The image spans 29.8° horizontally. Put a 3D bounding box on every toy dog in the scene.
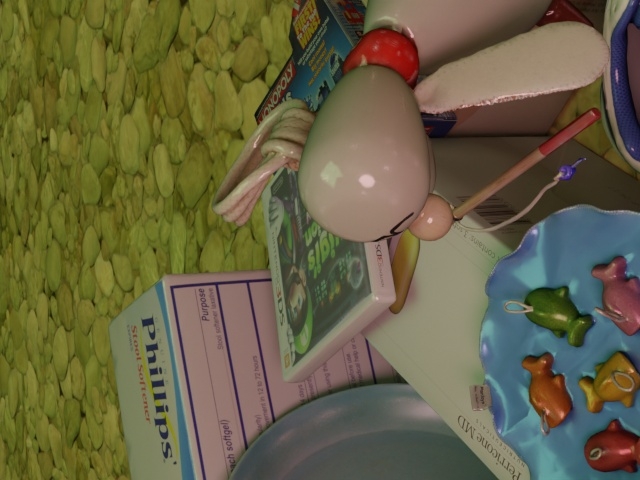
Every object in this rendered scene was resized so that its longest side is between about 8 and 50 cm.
[{"bbox_3d":[0.094,-0.110,0.758,0.334,0.161,0.220,-61,16,-20],"label":"toy dog"}]

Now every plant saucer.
[{"bbox_3d":[0.077,0.239,0.941,0.318,0.317,0.044,52,149,44],"label":"plant saucer"}]

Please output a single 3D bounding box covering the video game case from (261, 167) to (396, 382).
[{"bbox_3d":[0.000,0.000,0.931,0.190,0.022,0.173,132,135,-57],"label":"video game case"}]

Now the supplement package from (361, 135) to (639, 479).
[{"bbox_3d":[0.165,0.041,0.869,0.262,0.204,0.145,44,129,49],"label":"supplement package"}]

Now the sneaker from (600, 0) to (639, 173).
[{"bbox_3d":[0.238,-0.184,0.775,0.131,0.111,0.297,-48,-43,-70],"label":"sneaker"}]

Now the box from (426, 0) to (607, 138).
[{"bbox_3d":[0.128,-0.160,0.997,0.148,0.121,0.311,63,142,35],"label":"box"}]

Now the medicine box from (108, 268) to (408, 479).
[{"bbox_3d":[-0.023,0.168,1.117,0.149,0.289,0.264,-35,63,56],"label":"medicine box"}]

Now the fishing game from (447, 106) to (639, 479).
[{"bbox_3d":[0.149,0.072,0.674,0.189,0.041,0.264,-38,67,47],"label":"fishing game"}]

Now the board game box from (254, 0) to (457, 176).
[{"bbox_3d":[0.015,-0.124,1.013,0.194,0.060,0.194,-51,48,49],"label":"board game box"}]
